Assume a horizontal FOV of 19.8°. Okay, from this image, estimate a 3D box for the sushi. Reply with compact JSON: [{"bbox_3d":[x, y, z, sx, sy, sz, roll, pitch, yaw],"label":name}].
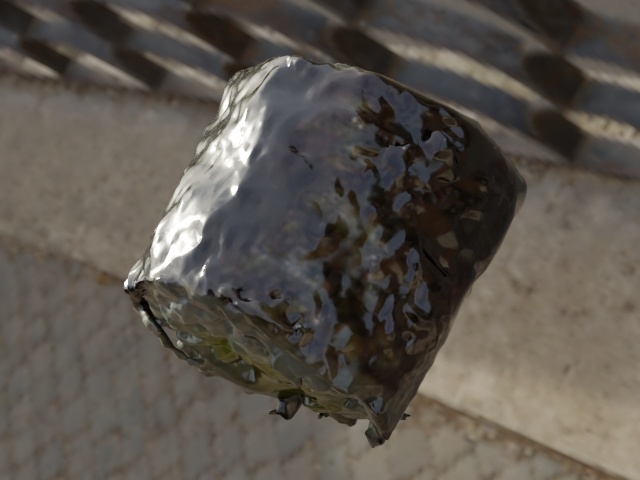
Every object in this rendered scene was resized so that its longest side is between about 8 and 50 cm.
[{"bbox_3d":[-0.001,0.001,1.673,0.294,0.299,0.281,-62,-5,-13],"label":"sushi"}]
